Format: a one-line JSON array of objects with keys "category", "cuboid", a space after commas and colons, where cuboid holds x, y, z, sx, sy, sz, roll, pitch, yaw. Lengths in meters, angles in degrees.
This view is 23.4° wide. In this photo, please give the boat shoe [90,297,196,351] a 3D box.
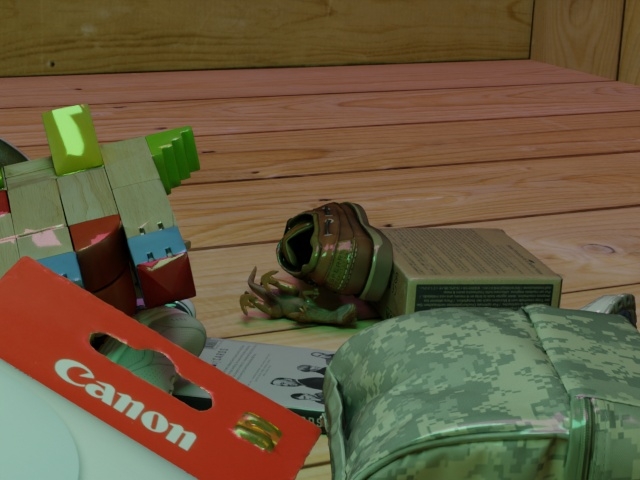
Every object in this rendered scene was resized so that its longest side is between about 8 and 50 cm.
[{"category": "boat shoe", "cuboid": [-0.231, 0.100, 1.702, 0.183, 0.065, 0.083, -4, 19, 2]}]

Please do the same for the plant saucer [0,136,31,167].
[{"category": "plant saucer", "cuboid": [-0.472, -0.019, 1.859, 0.310, 0.050, 0.311, 9, 50, -10]}]

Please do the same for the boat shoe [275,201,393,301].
[{"category": "boat shoe", "cuboid": [0.000, 0.000, 1.941, 0.104, 0.111, 0.307, 13, 2, -15]}]

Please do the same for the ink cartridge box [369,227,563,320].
[{"category": "ink cartridge box", "cuboid": [0.165, 0.052, 1.897, 0.193, 0.088, 0.235, 1, 14, -12]}]

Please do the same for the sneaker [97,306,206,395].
[{"category": "sneaker", "cuboid": [-0.170, 0.155, 1.448, 0.121, 0.099, 0.262, 22, 35, 23]}]

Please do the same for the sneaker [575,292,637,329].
[{"category": "sneaker", "cuboid": [0.247, 0.116, 1.651, 0.129, 0.111, 0.297, 7, 13, 37]}]

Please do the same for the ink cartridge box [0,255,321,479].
[{"category": "ink cartridge box", "cuboid": [-0.170, 0.141, 1.140, 0.308, 0.091, 0.385, 30, 32, 4]}]

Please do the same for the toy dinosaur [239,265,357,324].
[{"category": "toy dinosaur", "cuboid": [-0.052, 0.072, 1.874, 0.211, 0.064, 0.112, 21, -3, 40]}]

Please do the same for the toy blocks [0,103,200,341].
[{"category": "toy blocks", "cuboid": [-0.275, 0.030, 1.441, 0.381, 0.191, 0.261, -14, 32, -9]}]

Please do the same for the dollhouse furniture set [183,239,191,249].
[{"category": "dollhouse furniture set", "cuboid": [-0.391, -0.043, 1.982, 0.355, 0.174, 0.303, 9, 16, 21]}]

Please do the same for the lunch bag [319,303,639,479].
[{"category": "lunch bag", "cuboid": [0.130, 0.171, 1.191, 0.256, 0.213, 0.305, 9, 16, -3]}]

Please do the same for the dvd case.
[{"category": "dvd case", "cuboid": [-0.029, 0.151, 1.602, 0.238, 0.030, 0.179, 5, 15, 10]}]
